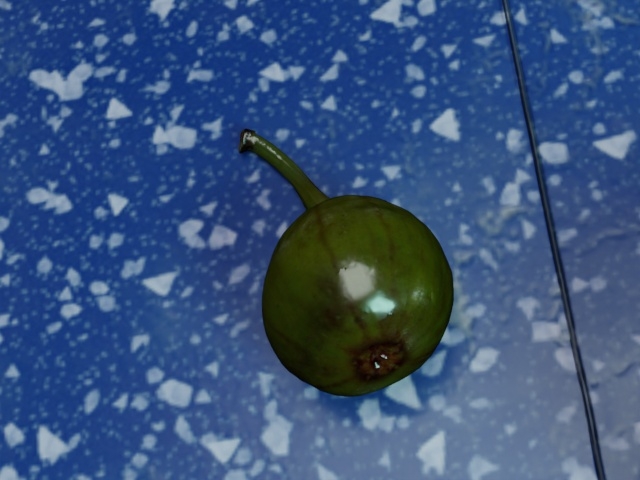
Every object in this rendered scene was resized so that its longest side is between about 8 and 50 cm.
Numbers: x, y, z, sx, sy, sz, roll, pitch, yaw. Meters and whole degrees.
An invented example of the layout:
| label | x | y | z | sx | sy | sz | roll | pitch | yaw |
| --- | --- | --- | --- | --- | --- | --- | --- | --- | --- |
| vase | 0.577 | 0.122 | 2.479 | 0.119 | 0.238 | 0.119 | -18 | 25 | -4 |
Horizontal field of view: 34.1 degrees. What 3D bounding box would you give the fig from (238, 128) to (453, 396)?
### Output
| label | x | y | z | sx | sy | sz | roll | pitch | yaw |
| --- | --- | --- | --- | --- | --- | --- | --- | --- | --- |
| fig | 0.000 | 0.000 | 0.695 | 0.124 | 0.124 | 0.236 | -31 | 44 | -2 |
